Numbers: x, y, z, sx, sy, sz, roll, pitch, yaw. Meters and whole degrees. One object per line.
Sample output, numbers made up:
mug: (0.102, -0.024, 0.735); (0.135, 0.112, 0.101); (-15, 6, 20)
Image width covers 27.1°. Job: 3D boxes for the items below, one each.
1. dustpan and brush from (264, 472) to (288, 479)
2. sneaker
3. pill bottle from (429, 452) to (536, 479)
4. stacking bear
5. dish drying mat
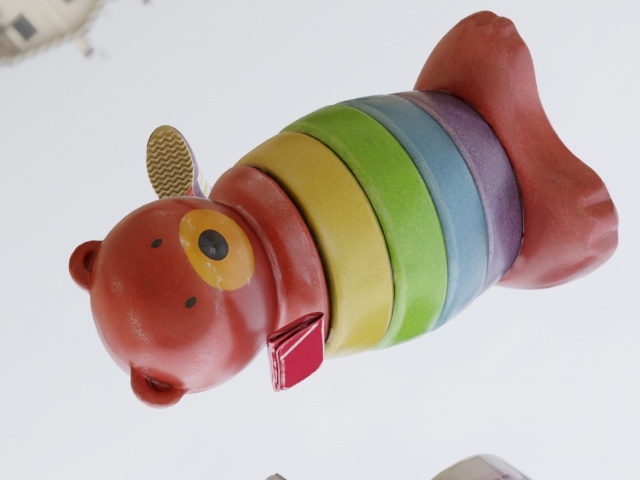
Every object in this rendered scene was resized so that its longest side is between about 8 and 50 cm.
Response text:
dustpan and brush: (-0.078, 0.492, 2.087); (0.147, 0.060, 0.211); (30, -77, 33)
sneaker: (-0.186, -0.074, 1.799); (0.069, 0.185, 0.084); (-14, -161, 7)
pill bottle: (0.180, 0.284, 0.857); (0.301, 0.169, 0.169); (33, -109, 33)
stacking bear: (0.000, 0.000, 0.787); (0.289, 0.175, 0.164); (-21, 168, -28)
dish drying mat: (-0.012, 0.058, 0.675); (0.032, 0.008, 0.083); (-30, 160, -12)
